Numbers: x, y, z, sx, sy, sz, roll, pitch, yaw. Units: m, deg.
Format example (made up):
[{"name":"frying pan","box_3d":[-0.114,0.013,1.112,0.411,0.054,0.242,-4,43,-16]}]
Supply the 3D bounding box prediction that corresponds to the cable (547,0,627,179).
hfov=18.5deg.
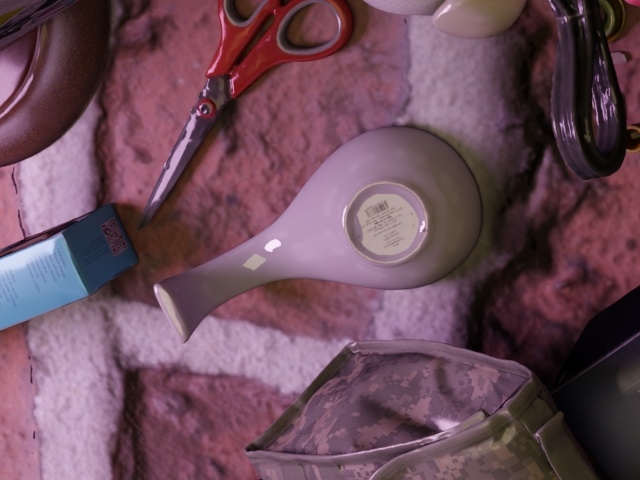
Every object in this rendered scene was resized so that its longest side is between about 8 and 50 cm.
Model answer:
[{"name":"cable","box_3d":[0.173,-0.192,1.464,0.072,0.139,0.287,-3,112,37]}]

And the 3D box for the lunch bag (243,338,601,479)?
[{"name":"lunch bag","box_3d":[0.117,0.207,1.480,0.287,0.169,0.235,-6,123,56]}]

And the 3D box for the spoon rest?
[{"name":"spoon rest","box_3d":[0.000,0.000,1.621,0.276,0.084,0.137,-22,100,12]}]

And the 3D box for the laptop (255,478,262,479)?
[{"name":"laptop","box_3d":[-0.055,0.341,1.706,0.264,0.136,0.234,-16,100,20]}]

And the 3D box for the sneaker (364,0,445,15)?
[{"name":"sneaker","box_3d":[0.004,-0.296,1.487,0.130,0.236,0.323,-35,48,2]}]

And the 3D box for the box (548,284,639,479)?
[{"name":"box","box_3d":[0.382,0.123,1.451,0.296,0.183,0.294,-39,92,27]}]

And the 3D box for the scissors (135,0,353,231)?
[{"name":"scissors","box_3d":[-0.090,-0.132,1.636,0.109,0.021,0.297,47,117,-2]}]

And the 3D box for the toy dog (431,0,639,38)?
[{"name":"toy dog","box_3d":[0.175,-0.289,1.192,0.408,0.284,0.395,39,72,3]}]

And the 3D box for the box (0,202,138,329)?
[{"name":"box","box_3d":[-0.289,0.045,1.719,0.244,0.100,0.060,-21,98,25]}]

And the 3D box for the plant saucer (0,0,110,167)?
[{"name":"plant saucer","box_3d":[-0.331,-0.205,1.685,0.311,0.050,0.310,6,108,20]}]

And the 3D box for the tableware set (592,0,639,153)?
[{"name":"tableware set","box_3d":[0.240,-0.139,1.505,0.104,0.024,0.154,-3,105,21]}]

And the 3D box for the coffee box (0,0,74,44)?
[{"name":"coffee box","box_3d":[-0.371,-0.269,1.430,0.334,0.338,0.337,-25,97,40]}]
